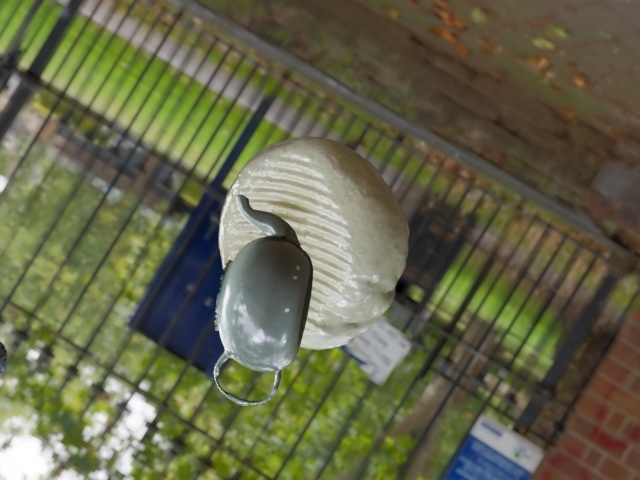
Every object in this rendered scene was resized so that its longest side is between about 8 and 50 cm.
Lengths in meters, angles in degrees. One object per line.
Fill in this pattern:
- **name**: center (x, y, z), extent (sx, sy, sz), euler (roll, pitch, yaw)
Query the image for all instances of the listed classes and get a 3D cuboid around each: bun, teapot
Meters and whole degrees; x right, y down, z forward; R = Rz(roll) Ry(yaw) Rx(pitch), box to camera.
- **bun**: center (0.000, 0.000, 2.214), extent (0.365, 0.365, 0.219), euler (32, -161, 29)
- **teapot**: center (-0.083, 0.089, 1.823), extent (0.129, 0.294, 0.193), euler (10, 176, 5)

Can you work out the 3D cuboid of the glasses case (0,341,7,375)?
- **glasses case**: center (-0.491, 0.187, 1.544), extent (0.109, 0.067, 0.282), euler (15, -150, 22)
